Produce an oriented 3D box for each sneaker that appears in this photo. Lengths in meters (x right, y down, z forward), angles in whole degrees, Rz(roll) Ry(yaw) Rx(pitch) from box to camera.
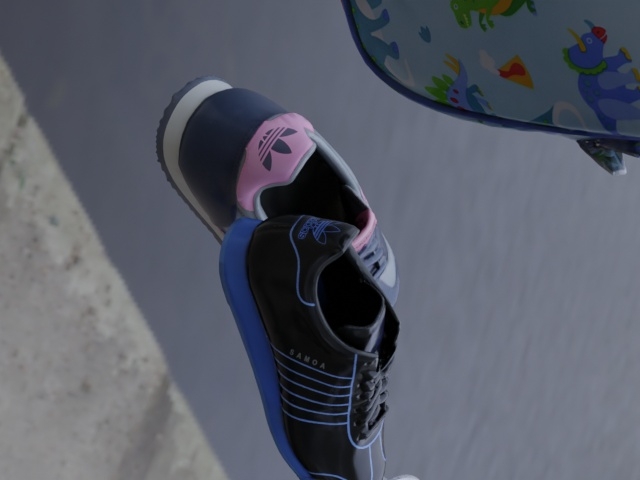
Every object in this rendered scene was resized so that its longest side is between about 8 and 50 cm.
[{"bbox_3d":[0.000,0.000,1.220,0.112,0.131,0.319,-58,140,-9],"label":"sneaker"},{"bbox_3d":[0.012,0.084,1.036,0.081,0.090,0.232,-55,134,-41],"label":"sneaker"}]

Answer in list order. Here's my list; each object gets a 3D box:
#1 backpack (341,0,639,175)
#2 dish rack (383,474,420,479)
[{"bbox_3d":[0.169,-0.176,0.805,0.273,0.355,0.290,-25,114,-20],"label":"backpack"},{"bbox_3d":[-0.082,0.300,1.155,0.333,0.072,0.285,-17,133,-42],"label":"dish rack"}]
